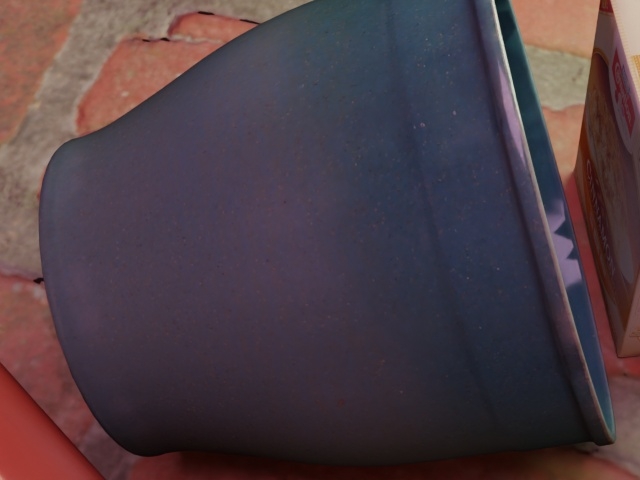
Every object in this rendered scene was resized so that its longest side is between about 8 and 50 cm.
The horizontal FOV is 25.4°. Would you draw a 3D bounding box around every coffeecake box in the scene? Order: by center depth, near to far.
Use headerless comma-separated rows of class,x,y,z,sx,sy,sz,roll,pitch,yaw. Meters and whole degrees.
coffeecake box,0.196,-0.041,0.803,0.068,0.185,0.142,-6,57,0

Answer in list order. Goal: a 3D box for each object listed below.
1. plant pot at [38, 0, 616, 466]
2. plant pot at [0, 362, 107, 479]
plant pot,0.000,0.000,0.760,0.255,0.271,0.271,-14,56,12
plant pot,-0.182,0.195,0.648,0.243,0.275,0.275,36,66,13
